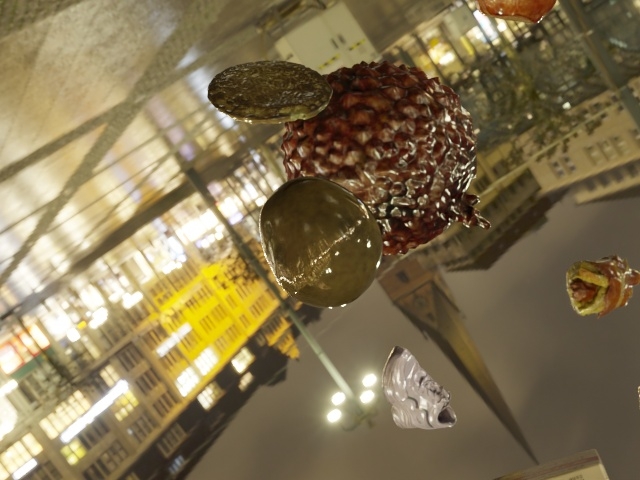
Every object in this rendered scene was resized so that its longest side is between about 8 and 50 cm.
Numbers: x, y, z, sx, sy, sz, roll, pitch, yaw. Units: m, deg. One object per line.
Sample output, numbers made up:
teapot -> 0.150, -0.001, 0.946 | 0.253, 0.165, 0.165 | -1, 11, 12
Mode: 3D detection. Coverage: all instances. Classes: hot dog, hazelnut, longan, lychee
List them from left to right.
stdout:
longan -> 0.000, 0.000, 1.017 | 0.167, 0.187, 0.167 | -41, -177, 2
lychee -> 0.148, -0.161, 1.602 | 0.424, 0.500, 0.424 | -49, 171, -10
hazelnut -> 0.345, -0.455, 1.302 | 0.154, 0.143, 0.143 | 20, -139, 30
hot dog -> 0.688, 0.105, 1.782 | 0.213, 0.146, 0.103 | -16, -179, -23

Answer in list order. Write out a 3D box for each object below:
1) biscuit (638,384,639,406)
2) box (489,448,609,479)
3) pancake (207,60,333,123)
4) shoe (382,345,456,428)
biscuit -> 0.827, 0.385, 1.845 | 0.083, 0.018, 0.081 | 126, -19, -51
box -> 0.274, 0.414, 1.160 | 0.353, 0.069, 0.214 | -23, 164, 13
pancake -> -0.076, -0.225, 1.110 | 0.199, 0.199, 0.021 | -40, 146, -42
shoe -> 0.222, 0.336, 1.654 | 0.138, 0.245, 0.095 | 0, -141, 23
